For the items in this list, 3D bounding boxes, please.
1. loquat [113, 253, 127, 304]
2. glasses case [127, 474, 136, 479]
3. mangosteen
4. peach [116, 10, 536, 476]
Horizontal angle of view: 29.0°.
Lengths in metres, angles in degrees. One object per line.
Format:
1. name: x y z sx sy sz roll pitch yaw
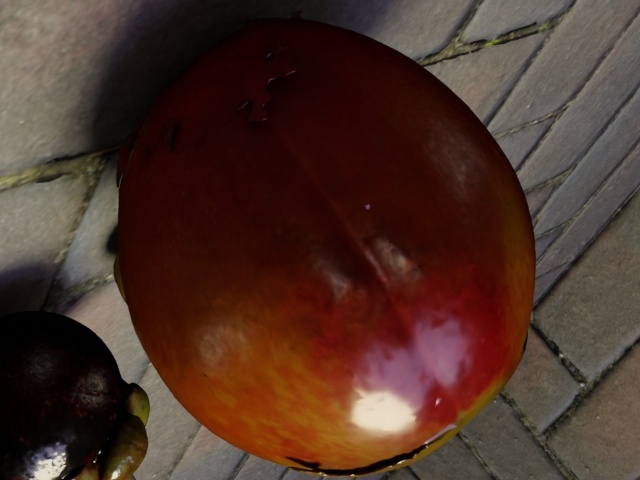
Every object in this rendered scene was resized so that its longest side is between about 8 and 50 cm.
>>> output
1. loquat: -0.136 0.028 1.207 0.137 0.113 0.137 -46 -177 3
2. glasses case: -0.281 0.302 1.610 0.051 0.081 0.204 -38 160 -9
3. mangosteen: -0.266 0.166 1.140 0.210 0.210 0.210 -34 161 -14
4. peach: 0.000 0.000 1.012 0.370 0.370 0.370 -34 161 -14
